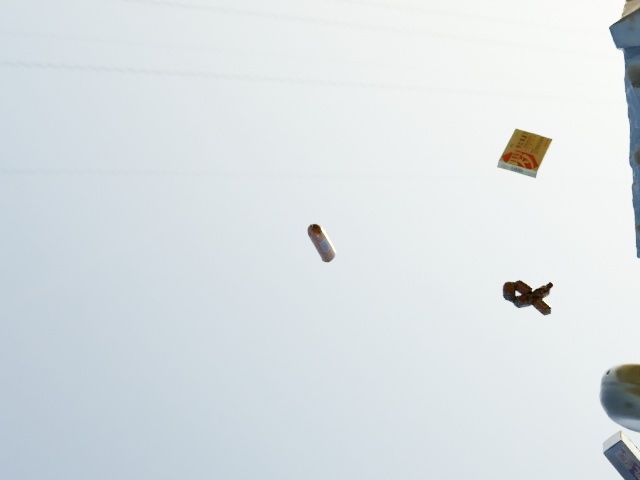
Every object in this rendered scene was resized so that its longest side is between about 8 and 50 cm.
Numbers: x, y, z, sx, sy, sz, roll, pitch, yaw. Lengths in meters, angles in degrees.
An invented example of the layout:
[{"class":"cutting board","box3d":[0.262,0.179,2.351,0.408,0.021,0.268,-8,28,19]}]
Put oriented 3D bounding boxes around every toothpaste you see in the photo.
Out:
[{"class":"toothpaste","box3d":[0.660,0.498,2.213,0.272,0.053,0.066,51,-165,2]}]

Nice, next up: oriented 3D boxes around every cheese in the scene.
[{"class":"cheese","box3d":[0.521,0.246,1.683,0.175,0.091,0.202,28,165,-36]}]

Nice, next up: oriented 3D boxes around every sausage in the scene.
[{"class":"sausage","box3d":[0.000,0.000,1.999,0.031,0.031,0.107,46,171,35]}]

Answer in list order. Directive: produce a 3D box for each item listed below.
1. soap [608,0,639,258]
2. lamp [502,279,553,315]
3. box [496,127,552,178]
[{"class":"soap","box3d":[0.415,-0.128,0.992,0.302,0.258,0.159,-3,-154,15]},{"class":"lamp","box3d":[0.330,0.085,1.795,0.083,0.031,0.063,14,-134,-2]},{"class":"box","box3d":[0.291,-0.125,1.599,0.058,0.015,0.093,17,-139,16]}]
